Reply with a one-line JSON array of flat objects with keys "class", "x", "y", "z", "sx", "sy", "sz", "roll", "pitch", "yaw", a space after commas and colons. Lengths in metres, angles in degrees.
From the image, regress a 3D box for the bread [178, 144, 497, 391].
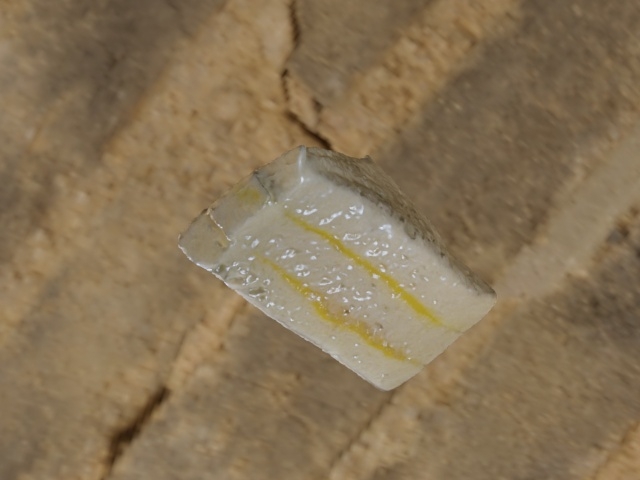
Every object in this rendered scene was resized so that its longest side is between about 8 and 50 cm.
[{"class": "bread", "x": 0.011, "y": 0.016, "z": 0.820, "sx": 0.077, "sy": 0.152, "sz": 0.105, "roll": -40, "pitch": -98, "yaw": 13}]
